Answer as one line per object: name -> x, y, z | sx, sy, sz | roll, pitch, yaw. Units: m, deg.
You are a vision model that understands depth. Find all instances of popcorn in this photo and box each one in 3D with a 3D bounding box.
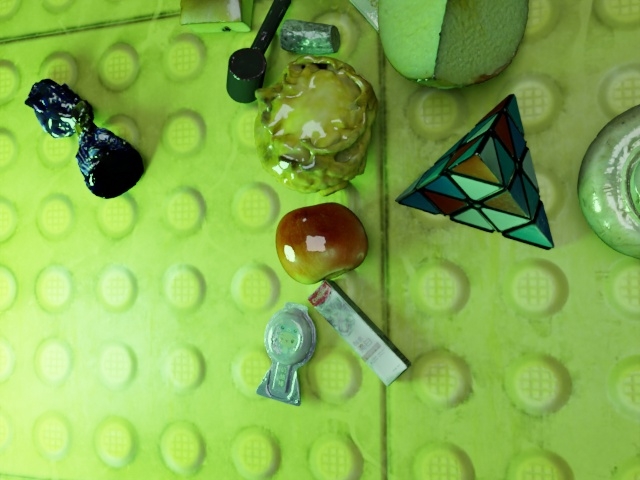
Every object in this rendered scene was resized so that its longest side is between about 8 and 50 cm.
popcorn -> -0.015, -0.205, 1.067 | 0.250, 0.190, 0.250 | -8, 65, 19

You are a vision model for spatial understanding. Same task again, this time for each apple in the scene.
apple -> 0.219, -0.400, 0.998 | 0.254, 0.179, 0.346 | 7, 83, 13
apple -> 0.000, 0.000, 1.066 | 0.163, 0.163, 0.139 | -24, 78, 15

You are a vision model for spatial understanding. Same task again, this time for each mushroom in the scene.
mushroom -> 0.515, -0.094, 0.897 | 0.255, 0.184, 0.254 | -1, 88, 32

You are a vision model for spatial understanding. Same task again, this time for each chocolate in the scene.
chocolate -> -0.511, -0.242, 1.275 | 0.343, 0.126, 0.148 | 45, 138, 22

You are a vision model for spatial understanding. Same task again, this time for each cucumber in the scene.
cucumber -> -0.020, -0.383, 1.142 | 0.112, 0.064, 0.064 | 13, 91, 14

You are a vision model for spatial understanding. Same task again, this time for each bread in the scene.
bread -> -0.197, -0.601, 1.201 | 0.138, 0.077, 0.361 | 3, 88, 19

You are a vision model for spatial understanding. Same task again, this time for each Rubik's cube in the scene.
Rubik's cube -> 0.231, -0.126, 1.045 | 0.234, 0.284, 0.250 | -16, 56, 37

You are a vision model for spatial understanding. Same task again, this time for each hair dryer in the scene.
hair dryer -> -0.113, -0.390, 1.168 | 0.071, 0.114, 0.248 | 22, 74, -6

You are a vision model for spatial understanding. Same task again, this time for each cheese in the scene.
cheese -> -0.062, 0.211, 1.136 | 0.105, 0.042, 0.190 | 10, 93, 19

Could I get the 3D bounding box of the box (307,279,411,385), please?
box -> 0.069, 0.165, 1.097 | 0.218, 0.039, 0.055 | 45, 102, 15

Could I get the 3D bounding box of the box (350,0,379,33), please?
box -> 0.143, -0.473, 1.113 | 0.167, 0.024, 0.090 | -41, 77, 11
